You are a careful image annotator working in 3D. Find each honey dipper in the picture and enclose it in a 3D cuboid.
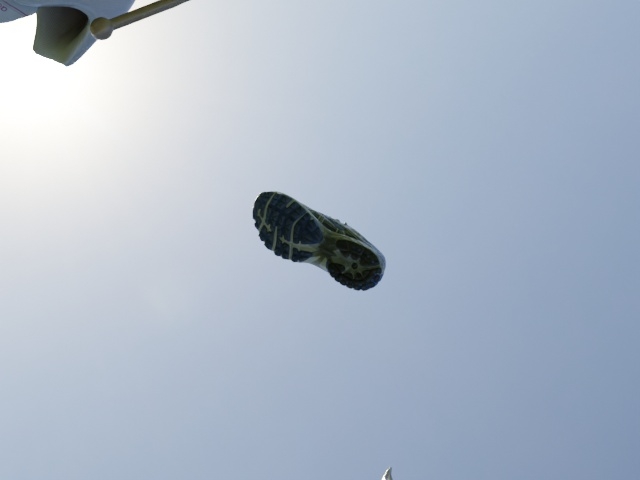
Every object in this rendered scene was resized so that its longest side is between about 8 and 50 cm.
[{"bbox_3d":[-0.114,-0.197,0.887,0.160,0.030,0.030,-27,-159,-26],"label":"honey dipper"}]

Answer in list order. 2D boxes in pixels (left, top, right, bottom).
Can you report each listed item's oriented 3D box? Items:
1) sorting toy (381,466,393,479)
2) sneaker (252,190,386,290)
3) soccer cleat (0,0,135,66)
[{"bbox_3d":[0.092,0.343,1.454,0.045,0.083,0.075,-14,-156,28],"label":"sorting toy"},{"bbox_3d":[0.000,0.000,0.972,0.052,0.135,0.058,-60,167,16],"label":"sneaker"},{"bbox_3d":[-0.248,-0.258,0.861,0.116,0.331,0.143,27,-102,29],"label":"soccer cleat"}]
